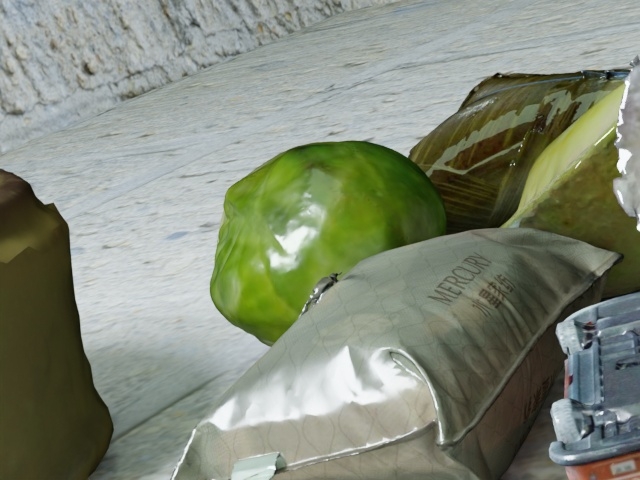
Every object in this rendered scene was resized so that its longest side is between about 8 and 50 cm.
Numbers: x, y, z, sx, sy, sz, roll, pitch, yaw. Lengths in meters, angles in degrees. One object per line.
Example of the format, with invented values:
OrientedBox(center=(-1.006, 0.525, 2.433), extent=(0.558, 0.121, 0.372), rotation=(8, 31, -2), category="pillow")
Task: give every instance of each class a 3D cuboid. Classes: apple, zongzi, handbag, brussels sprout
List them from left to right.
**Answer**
OrientedBox(center=(0.004, 0.002, 1.049), extent=(0.161, 0.144, 0.181), rotation=(-51, 28, 3), category="brussels sprout")
OrientedBox(center=(0.041, 0.067, 0.797), extent=(0.182, 0.117, 0.270), rotation=(-19, 8, 29), category="handbag")
OrientedBox(center=(0.162, -0.050, 1.142), extent=(0.221, 0.112, 0.242), rotation=(-2, 27, 43), category="zongzi")
OrientedBox(center=(0.187, -0.024, 0.946), extent=(0.193, 0.120, 0.265), rotation=(-38, -5, -21), category="apple")

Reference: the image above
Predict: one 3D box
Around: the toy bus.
OrientedBox(center=(0.149, 0.079, 0.684), extent=(0.079, 0.077, 0.174), rotation=(-17, 12, 14), category="toy bus")

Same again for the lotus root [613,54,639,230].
OrientedBox(center=(0.285, -0.040, 0.696), extent=(0.272, 0.272, 0.192), rotation=(-10, -17, 25), category="lotus root")

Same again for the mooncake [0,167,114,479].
OrientedBox(center=(-0.336, 0.080, 0.930), extent=(0.394, 0.246, 0.393), rotation=(2, 16, 44), category="mooncake")
